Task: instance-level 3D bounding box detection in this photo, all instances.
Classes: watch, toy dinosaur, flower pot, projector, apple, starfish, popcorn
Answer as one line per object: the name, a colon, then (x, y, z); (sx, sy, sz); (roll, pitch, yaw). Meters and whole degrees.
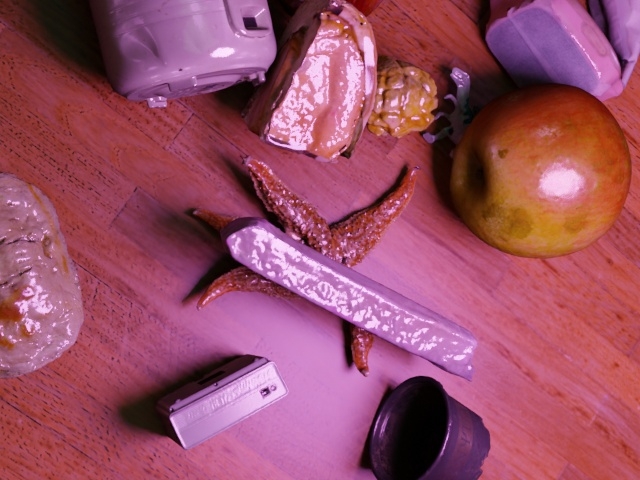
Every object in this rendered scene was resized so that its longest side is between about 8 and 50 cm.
watch: (0.371, -0.343, 1.439); (0.253, 0.162, 0.241); (51, 61, -13)
toy dinosaur: (0.214, -0.151, 1.421); (0.106, 0.044, 0.187); (-47, 111, -26)
flower pot: (0.155, 0.271, 1.327); (0.107, 0.157, 0.157); (25, 79, -29)
projector: (-0.128, 0.198, 1.241); (0.147, 0.115, 0.061); (-26, 94, -18)
apple: (0.292, -0.095, 1.355); (0.226, 0.246, 0.246); (-13, 92, -18)
starfish: (-0.023, -0.001, 1.305); (0.294, 0.084, 0.301); (19, 86, -20)
popcorn: (0.099, -0.196, 1.351); (0.121, 0.116, 0.106); (-38, 56, -20)

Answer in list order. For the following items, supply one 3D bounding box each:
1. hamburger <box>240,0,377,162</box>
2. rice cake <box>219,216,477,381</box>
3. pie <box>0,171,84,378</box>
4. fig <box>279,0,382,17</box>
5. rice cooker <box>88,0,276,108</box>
hamburger: (0.002, -0.216, 1.269); (0.155, 0.135, 0.207); (11, 111, -26)
rice cake: (0.047, 0.072, 1.256); (0.399, 0.070, 0.064); (29, 94, -24)
pie: (-0.394, 0.045, 1.169); (0.201, 0.090, 0.247); (-18, 90, -16)
fig: (0.031, -0.365, 1.276); (0.175, 0.207, 0.175); (-2, 95, -24)
rice cooker: (-0.169, -0.295, 1.198); (0.226, 0.226, 0.244); (-15, 90, -19)
